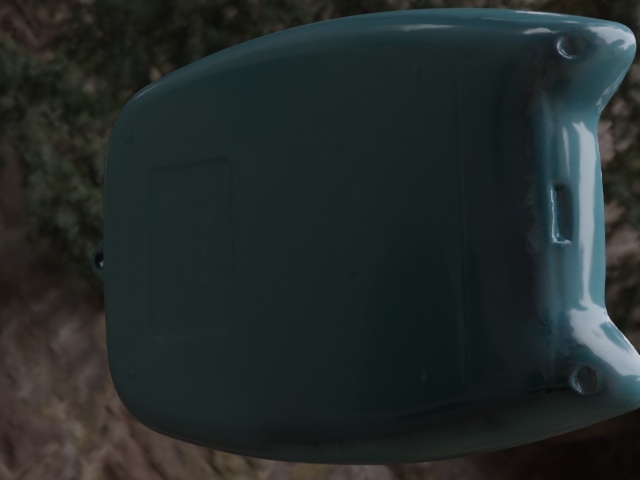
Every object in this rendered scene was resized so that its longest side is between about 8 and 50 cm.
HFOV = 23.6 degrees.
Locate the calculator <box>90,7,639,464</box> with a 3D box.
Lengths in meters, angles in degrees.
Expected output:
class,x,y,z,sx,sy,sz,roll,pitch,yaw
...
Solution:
class,x,y,z,sx,sy,sz,roll,pitch,yaw
calculator,0.000,0.000,0.874,0.386,0.054,0.256,-6,-97,40
